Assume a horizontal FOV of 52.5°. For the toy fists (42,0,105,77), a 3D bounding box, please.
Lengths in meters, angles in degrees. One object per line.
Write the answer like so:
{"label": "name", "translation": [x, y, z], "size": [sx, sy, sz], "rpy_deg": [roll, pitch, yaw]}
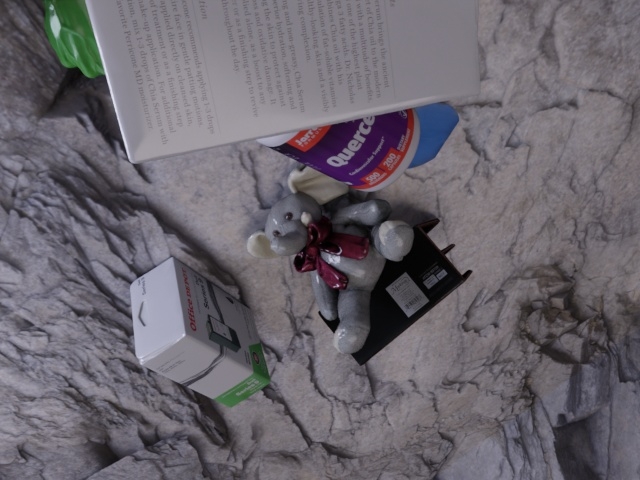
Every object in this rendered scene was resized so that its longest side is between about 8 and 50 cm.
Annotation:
{"label": "toy fists", "translation": [-0.240, -0.315, 0.908], "size": [0.279, 0.096, 0.142], "rpy_deg": [-16, 124, -8]}

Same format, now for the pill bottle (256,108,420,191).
{"label": "pill bottle", "translation": [0.002, -0.210, 1.062], "size": [0.323, 0.181, 0.181], "rpy_deg": [21, 124, -39]}

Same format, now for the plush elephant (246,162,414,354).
{"label": "plush elephant", "translation": [0.000, 0.000, 1.257], "size": [0.255, 0.330, 0.272], "rpy_deg": [20, 114, -11]}

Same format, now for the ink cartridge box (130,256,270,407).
{"label": "ink cartridge box", "translation": [-0.251, 0.198, 1.371], "size": [0.121, 0.211, 0.289], "rpy_deg": [-33, 139, 13]}

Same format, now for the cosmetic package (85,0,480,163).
{"label": "cosmetic package", "translation": [-0.041, -0.265, 0.823], "size": [0.453, 0.161, 0.230], "rpy_deg": [-12, 112, -9]}

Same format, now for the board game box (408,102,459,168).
{"label": "board game box", "translation": [0.188, -0.210, 1.262], "size": [0.133, 0.033, 0.169], "rpy_deg": [-2, 141, -29]}

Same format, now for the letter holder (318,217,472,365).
{"label": "letter holder", "translation": [0.180, 0.107, 1.448], "size": [0.302, 0.152, 0.214], "rpy_deg": [-44, 170, 22]}
